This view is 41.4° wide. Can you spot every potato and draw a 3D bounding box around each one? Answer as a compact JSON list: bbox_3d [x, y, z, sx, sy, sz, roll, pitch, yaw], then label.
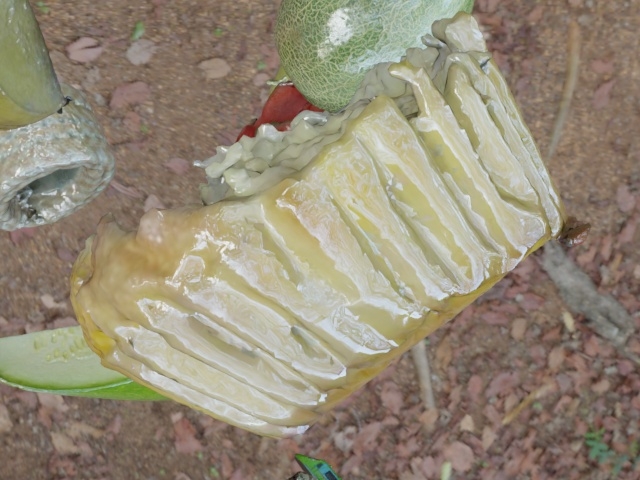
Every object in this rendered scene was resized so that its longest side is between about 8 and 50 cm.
[{"bbox_3d":[-0.316,-0.197,0.716,0.098,0.138,0.243,-61,152,-48],"label":"potato"}]

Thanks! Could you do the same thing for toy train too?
[{"bbox_3d":[0.034,0.445,1.476,0.042,0.209,0.044,-33,159,-21],"label":"toy train"}]

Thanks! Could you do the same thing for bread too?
[{"bbox_3d":[0.000,0.000,0.466,0.274,0.274,0.149,-35,90,-14],"label":"bread"}]

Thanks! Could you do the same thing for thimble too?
[{"bbox_3d":[-0.422,-0.125,1.269,0.196,0.229,0.148,-16,75,-29],"label":"thimble"}]

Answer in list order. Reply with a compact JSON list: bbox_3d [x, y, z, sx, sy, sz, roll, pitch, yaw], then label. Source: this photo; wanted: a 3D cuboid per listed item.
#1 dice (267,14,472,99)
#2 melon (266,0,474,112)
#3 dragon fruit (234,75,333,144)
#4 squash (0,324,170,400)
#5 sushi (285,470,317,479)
[{"bbox_3d":[0.070,-0.250,1.212,0.233,0.238,0.226,23,86,-6],"label":"dice"},{"bbox_3d":[0.037,-0.181,0.712,0.192,0.139,0.139,-33,120,10],"label":"melon"},{"bbox_3d":[0.003,-0.079,0.873,0.193,0.274,0.192,-16,141,1],"label":"dragon fruit"},{"bbox_3d":[-0.284,0.155,1.147,0.203,0.111,0.289,-41,142,25],"label":"squash"},{"bbox_3d":[-0.011,0.266,0.680,0.078,0.150,0.090,-32,136,15],"label":"sushi"}]
